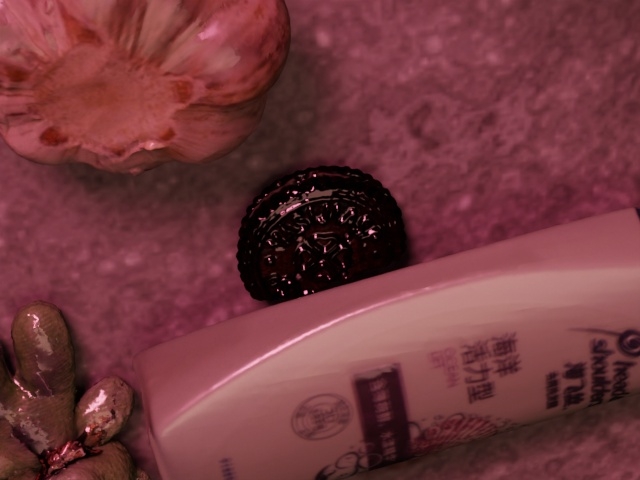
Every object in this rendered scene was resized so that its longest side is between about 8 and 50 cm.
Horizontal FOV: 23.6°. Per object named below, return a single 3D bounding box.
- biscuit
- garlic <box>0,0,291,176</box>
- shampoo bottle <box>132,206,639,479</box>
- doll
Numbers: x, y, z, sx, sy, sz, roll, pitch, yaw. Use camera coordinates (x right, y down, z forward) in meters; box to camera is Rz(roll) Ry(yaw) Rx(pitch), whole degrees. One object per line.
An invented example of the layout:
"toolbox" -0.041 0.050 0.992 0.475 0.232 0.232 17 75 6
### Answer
"biscuit" 0.000 0.000 0.814 0.089 0.027 0.087 14 117 -21
"garlic" -0.092 -0.096 0.689 0.159 0.102 0.147 1 136 0
"shampoo bottle" 0.082 0.055 0.830 0.360 0.078 0.134 -15 139 -3
"doll" -0.152 0.108 0.826 0.115 0.077 0.150 -23 114 -10
